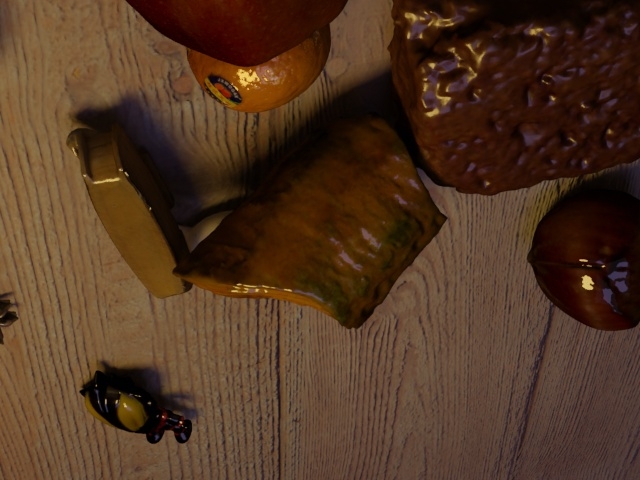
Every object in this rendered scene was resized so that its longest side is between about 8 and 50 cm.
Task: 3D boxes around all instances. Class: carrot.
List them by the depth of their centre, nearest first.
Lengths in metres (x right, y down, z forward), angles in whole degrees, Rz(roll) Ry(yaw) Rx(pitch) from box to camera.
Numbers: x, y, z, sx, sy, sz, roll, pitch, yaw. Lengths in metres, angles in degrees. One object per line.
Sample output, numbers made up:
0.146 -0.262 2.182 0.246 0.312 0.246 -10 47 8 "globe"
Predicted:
0.000 0.000 1.925 0.341 0.241 0.241 -47 140 -2 "carrot"

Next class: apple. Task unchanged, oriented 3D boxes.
-0.095 -0.340 1.481 0.288 0.288 0.317 -16 152 0 "apple"

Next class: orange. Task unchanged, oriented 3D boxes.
-0.073 -0.236 1.698 0.177 0.178 0.155 -38 112 26 "orange"

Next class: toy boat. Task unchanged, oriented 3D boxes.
-0.246 -0.039 1.922 0.089 0.121 0.321 -16 136 9 "toy boat"

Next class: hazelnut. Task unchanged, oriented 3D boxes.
0.434 0.025 2.226 0.229 0.229 0.229 -10 143 -8 "hazelnut"

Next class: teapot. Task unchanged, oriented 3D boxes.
-0.136 0.014 2.074 0.226 0.092 0.145 9 136 -25 "teapot"

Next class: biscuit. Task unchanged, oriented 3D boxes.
0.293 -0.224 1.866 0.395 0.166 0.343 -13 145 -6 "biscuit"

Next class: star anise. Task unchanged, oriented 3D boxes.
-0.504 0.108 2.076 0.124 0.056 0.129 8 137 -28 "star anise"

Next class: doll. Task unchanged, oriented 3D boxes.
-0.309 0.285 2.354 0.127 0.088 0.249 -24 146 10 "doll"
